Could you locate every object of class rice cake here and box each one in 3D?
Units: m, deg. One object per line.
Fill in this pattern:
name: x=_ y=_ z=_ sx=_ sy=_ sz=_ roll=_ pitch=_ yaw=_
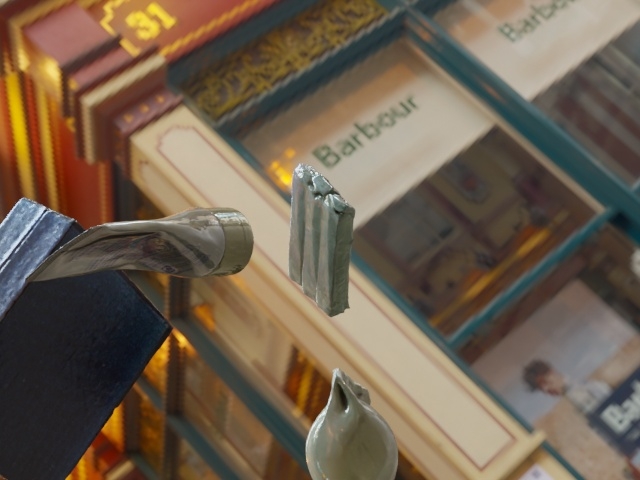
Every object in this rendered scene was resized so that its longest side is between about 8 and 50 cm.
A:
rice cake: x=0.000 y=0.000 z=1.641 sx=0.038 sy=0.124 sz=0.211 roll=-24 pitch=-43 yaw=-24

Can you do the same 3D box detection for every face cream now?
face cream: x=-0.162 y=0.004 z=1.166 sx=0.114 sy=0.070 sz=0.224 roll=-33 pitch=-19 yaw=36

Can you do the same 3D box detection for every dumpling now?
dumpling: x=0.046 y=0.290 z=1.682 sx=0.124 sy=0.229 sz=0.151 roll=-4 pitch=-12 yaw=12

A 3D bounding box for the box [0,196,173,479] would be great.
box: x=-0.346 y=0.137 z=1.494 sx=0.279 sy=0.116 sz=0.261 roll=-55 pitch=-37 yaw=-17
